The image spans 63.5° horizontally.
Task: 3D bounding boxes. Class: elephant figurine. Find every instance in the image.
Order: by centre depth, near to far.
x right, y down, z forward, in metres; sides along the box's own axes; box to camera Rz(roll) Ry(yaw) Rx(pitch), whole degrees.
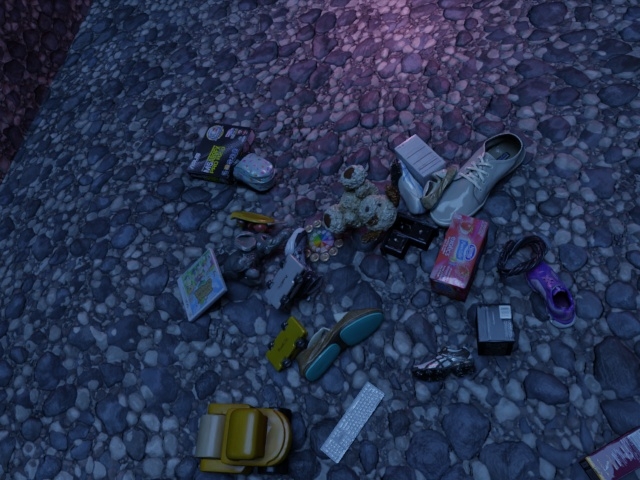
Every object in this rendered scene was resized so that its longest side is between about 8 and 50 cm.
[{"bbox_3d":[-0.246,0.040,1.937,0.185,0.169,0.240,29,62,-13],"label":"elephant figurine"}]

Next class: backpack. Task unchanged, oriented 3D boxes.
[{"bbox_3d":[-0.270,-0.279,2.116,0.182,0.115,0.152,34,68,21],"label":"backpack"}]

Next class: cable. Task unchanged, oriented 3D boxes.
[{"bbox_3d":[0.654,0.058,1.688,0.150,0.047,0.184,4,45,48],"label":"cable"}]

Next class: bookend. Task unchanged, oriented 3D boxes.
[{"bbox_3d":[0.315,0.001,1.831,0.156,0.072,0.157,23,72,25],"label":"bookend"}]

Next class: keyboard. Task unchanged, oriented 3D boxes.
[{"bbox_3d":[0.102,0.570,1.627,0.072,0.014,0.256,31,75,27],"label":"keyboard"}]

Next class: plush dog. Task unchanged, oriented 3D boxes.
[{"bbox_3d":[0.170,-0.110,1.852,0.225,0.210,0.263,30,100,32],"label":"plush dog"}]

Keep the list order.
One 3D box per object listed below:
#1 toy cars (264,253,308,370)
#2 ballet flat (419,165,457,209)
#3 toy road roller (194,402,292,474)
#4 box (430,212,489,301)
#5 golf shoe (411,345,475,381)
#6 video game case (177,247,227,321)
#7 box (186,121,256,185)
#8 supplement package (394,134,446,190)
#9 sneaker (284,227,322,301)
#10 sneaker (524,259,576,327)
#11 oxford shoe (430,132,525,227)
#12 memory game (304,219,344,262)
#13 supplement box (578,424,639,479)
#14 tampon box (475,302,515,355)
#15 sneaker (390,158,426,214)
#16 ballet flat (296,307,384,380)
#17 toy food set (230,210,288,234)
[{"bbox_3d":[-0.103,0.245,1.768,0.176,0.087,0.395,-4,85,37],"label":"toy cars"},{"bbox_3d":[0.419,-0.204,1.847,0.067,0.073,0.206,40,68,-16],"label":"ballet flat"},{"bbox_3d":[-0.248,0.597,1.580,0.329,0.241,0.203,-4,62,14],"label":"toy road roller"},{"bbox_3d":[0.466,0.057,1.727,0.122,0.128,0.257,17,68,23],"label":"box"},{"bbox_3d":[0.379,0.384,1.621,0.198,0.077,0.094,-9,47,6],"label":"golf shoe"},{"bbox_3d":[-0.448,0.167,1.937,0.212,0.023,0.194,-41,56,23],"label":"video game case"},{"bbox_3d":[-0.430,-0.380,2.248,0.216,0.060,0.270,13,68,21],"label":"box"},{"bbox_3d":[0.376,-0.291,1.947,0.105,0.105,0.179,-34,60,-6],"label":"supplement package"},{"bbox_3d":[-0.056,0.092,1.873,0.152,0.101,0.269,12,76,19],"label":"sneaker"},{"bbox_3d":[0.726,0.151,1.619,0.095,0.105,0.237,-22,58,5],"label":"sneaker"},{"bbox_3d":[0.559,-0.228,1.851,0.449,0.130,0.169,-42,62,-7],"label":"oxford shoe"},{"bbox_3d":[0.000,0.000,1.955,0.186,0.012,0.186,-6,62,12],"label":"memory game"},{"bbox_3d":[0.800,0.574,1.375,0.188,0.104,0.081,-30,59,-1],"label":"supplement box"},{"bbox_3d":[0.529,0.273,1.576,0.101,0.161,0.121,-3,64,14],"label":"tampon box"},{"bbox_3d":[0.332,-0.200,1.924,0.086,0.085,0.237,-10,66,-32],"label":"sneaker"},{"bbox_3d":[0.053,0.320,1.732,0.342,0.116,0.124,-42,41,-4],"label":"ballet flat"},{"bbox_3d":[-0.251,-0.058,2.005,0.217,0.128,0.071,15,104,25],"label":"toy food set"}]
